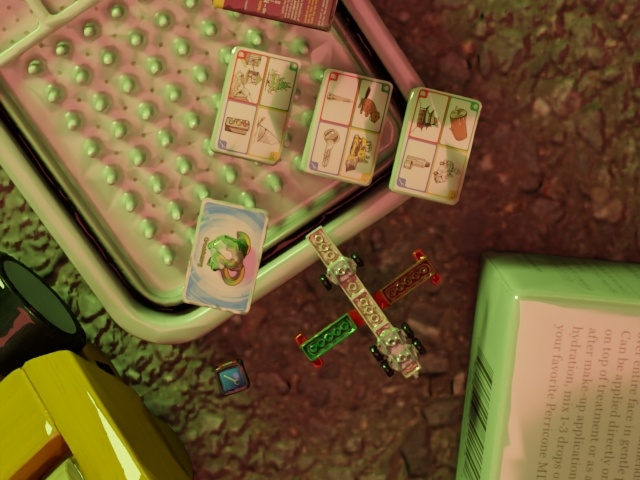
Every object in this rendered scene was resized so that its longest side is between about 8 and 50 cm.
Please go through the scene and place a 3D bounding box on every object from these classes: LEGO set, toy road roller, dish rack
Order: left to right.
[{"bbox_3d":[-0.179,0.187,1.333,0.202,0.329,0.240,-44,137,6],"label":"toy road roller"},{"bbox_3d":[-0.101,-0.121,1.385,0.285,0.072,0.333,-34,102,3],"label":"dish rack"},{"bbox_3d":[0.000,0.000,1.372,0.182,0.060,0.244,12,92,-3],"label":"LEGO set"}]

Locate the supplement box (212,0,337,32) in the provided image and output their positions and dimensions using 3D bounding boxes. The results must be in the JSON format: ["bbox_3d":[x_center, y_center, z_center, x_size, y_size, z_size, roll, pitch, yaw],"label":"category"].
[{"bbox_3d":[-0.031,-0.175,1.317,0.083,0.055,0.043,12,102,-6],"label":"supplement box"}]

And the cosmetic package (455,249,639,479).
[{"bbox_3d":[0.338,0.148,1.423,0.453,0.161,0.230,6,101,-5],"label":"cosmetic package"}]
